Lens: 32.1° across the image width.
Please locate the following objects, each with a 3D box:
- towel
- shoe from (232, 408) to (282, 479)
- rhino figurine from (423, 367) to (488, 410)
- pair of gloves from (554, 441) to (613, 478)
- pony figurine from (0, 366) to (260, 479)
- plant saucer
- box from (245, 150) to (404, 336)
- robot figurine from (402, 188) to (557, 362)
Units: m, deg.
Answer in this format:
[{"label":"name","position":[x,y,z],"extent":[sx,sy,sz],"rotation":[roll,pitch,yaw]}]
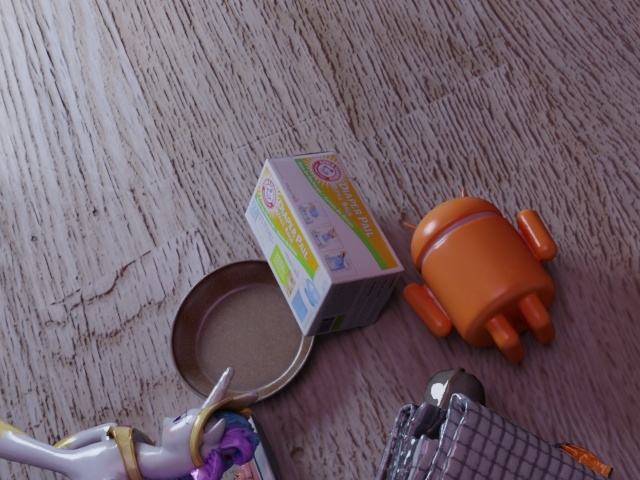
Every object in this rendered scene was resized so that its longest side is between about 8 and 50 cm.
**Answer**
[{"label":"towel","position":[0.145,0.320,1.127],"extent":[0.121,0.235,0.283],"rotation":[-8,57,59]},{"label":"shoe","position":[-0.088,0.292,1.318],"extent":[0.081,0.063,0.178],"rotation":[-24,63,2]},{"label":"rhino figurine","position":[0.127,0.253,1.240],"extent":[0.073,0.106,0.243],"rotation":[13,70,24]},{"label":"pair of gloves","position":[0.277,0.269,1.239],"extent":[0.074,0.010,0.083],"rotation":[26,76,27]},{"label":"pony figurine","position":[-0.241,0.318,1.221],"extent":[0.364,0.303,0.351],"rotation":[-12,52,23]},{"label":"plant saucer","position":[-0.095,0.120,1.420],"extent":[0.199,0.036,0.198],"rotation":[-7,64,15]},{"label":"box","position":[0.000,0.000,1.382],"extent":[0.103,0.114,0.203],"rotation":[-9,54,-29]},{"label":"robot figurine","position":[0.192,0.037,1.314],"extent":[0.219,0.128,0.158],"rotation":[57,131,30]}]
